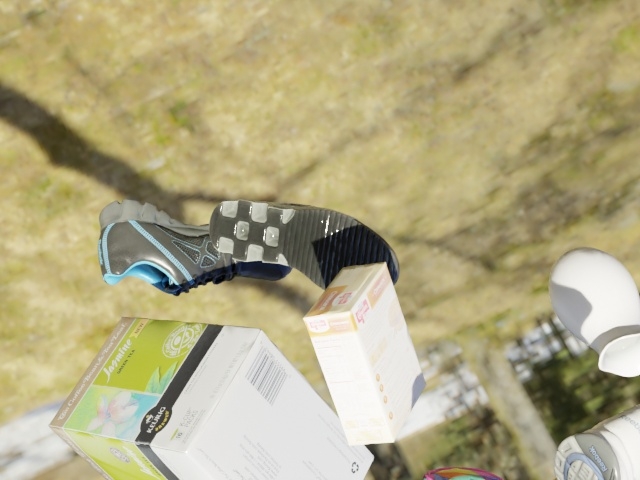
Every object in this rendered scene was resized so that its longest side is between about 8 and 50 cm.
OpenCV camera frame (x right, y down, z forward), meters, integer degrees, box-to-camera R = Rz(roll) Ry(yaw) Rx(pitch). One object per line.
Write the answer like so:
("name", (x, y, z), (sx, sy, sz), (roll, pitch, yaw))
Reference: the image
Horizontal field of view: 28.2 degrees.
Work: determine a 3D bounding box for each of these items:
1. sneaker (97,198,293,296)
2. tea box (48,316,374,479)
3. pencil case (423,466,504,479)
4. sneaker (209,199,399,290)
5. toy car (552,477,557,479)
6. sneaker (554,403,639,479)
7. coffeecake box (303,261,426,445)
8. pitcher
("sneaker", (-0.210, 0.038, 2.142), (0.340, 0.140, 0.125), (10, 150, -17))
("tea box", (-0.160, 0.300, 1.897), (0.323, 0.329, 0.220), (1, -130, 42))
("pencil case", (0.148, 0.370, 1.404), (0.104, 0.236, 0.104), (5, -171, -1))
("sneaker", (0.000, 0.000, 1.967), (0.146, 0.330, 0.122), (-2, 108, -56))
("toy car", (0.348, 0.311, 1.602), (0.040, 0.122, 0.060), (-35, 140, -41))
("sneaker", (0.332, 0.304, 1.494), (0.129, 0.111, 0.297), (-29, 149, -28))
("coffeecake box", (0.060, 0.142, 1.622), (0.068, 0.185, 0.142), (-9, -159, 27))
("pitcher", (0.436, 0.118, 1.908), (0.125, 0.207, 0.178), (-41, 131, 16))
